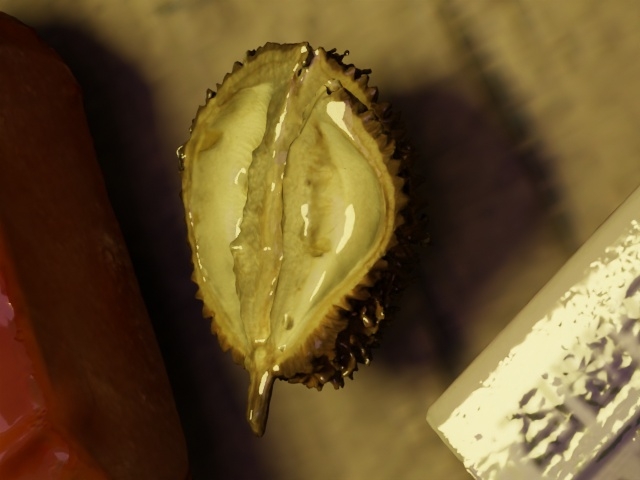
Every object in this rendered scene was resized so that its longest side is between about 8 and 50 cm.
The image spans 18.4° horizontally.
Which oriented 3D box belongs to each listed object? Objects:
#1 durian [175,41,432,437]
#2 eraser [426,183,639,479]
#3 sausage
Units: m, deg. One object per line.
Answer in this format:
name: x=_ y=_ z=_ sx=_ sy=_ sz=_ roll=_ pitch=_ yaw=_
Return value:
durian: x=0.003 y=0.000 z=0.701 sx=0.110 sy=0.071 sz=0.140 roll=16 pitch=101 yaw=51
eraser: x=0.149 y=0.026 z=0.645 sx=0.124 sy=0.068 sz=0.210 roll=47 pitch=106 yaw=17
sausage: x=-0.130 y=0.029 z=0.732 sx=0.133 sy=0.133 sz=0.258 roll=-22 pitch=85 yaw=21
